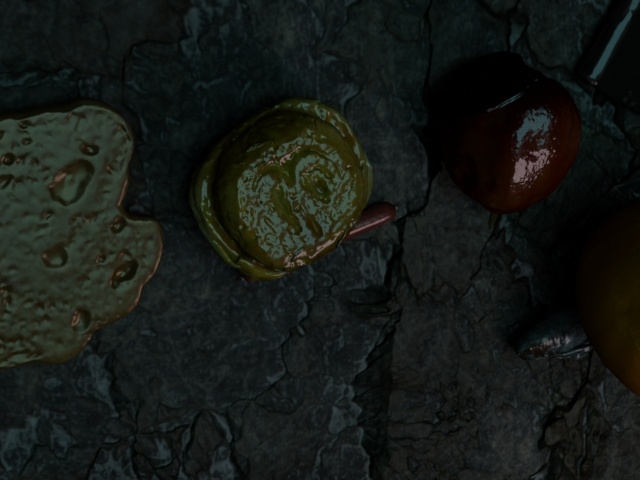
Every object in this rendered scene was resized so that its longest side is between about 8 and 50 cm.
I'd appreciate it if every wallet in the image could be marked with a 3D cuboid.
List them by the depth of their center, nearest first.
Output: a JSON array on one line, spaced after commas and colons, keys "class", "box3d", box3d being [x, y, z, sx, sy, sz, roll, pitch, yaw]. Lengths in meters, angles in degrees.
[{"class": "wallet", "box3d": [0.497, -0.338, 1.778, 0.165, 0.042, 0.309, 26, 93, -28]}]

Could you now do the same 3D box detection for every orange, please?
[{"class": "orange", "box3d": [0.512, 0.077, 1.722, 0.312, 0.312, 0.312, -8, 108, -24]}]

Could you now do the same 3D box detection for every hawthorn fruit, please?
[{"class": "hawthorn fruit", "box3d": [0.247, -0.121, 1.647, 0.189, 0.189, 0.251, -7, 115, -24]}]

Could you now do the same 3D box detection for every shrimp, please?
[{"class": "shrimp", "box3d": [0.390, 0.129, 1.850, 0.233, 0.079, 0.090, -18, 75, -26]}]

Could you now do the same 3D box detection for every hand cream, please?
[{"class": "hand cream", "box3d": [0.444, -0.035, 1.836, 0.248, 0.052, 0.075, -43, 118, -8]}]

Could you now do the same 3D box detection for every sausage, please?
[{"class": "sausage", "box3d": [0.000, 0.000, 1.642, 0.253, 0.034, 0.034, -23, 114, -18]}]

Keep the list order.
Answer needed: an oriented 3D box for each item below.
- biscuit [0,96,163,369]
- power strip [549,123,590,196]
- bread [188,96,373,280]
[{"class": "biscuit", "box3d": [-0.348, -0.003, 1.459, 0.351, 0.057, 0.312, -38, 118, -9]}, {"class": "power strip", "box3d": [0.341, -0.117, 1.781, 0.051, 0.019, 0.136, 27, 92, -32]}, {"class": "bread", "box3d": [-0.045, -0.067, 1.549, 0.236, 0.120, 0.198, -39, 110, -13]}]
